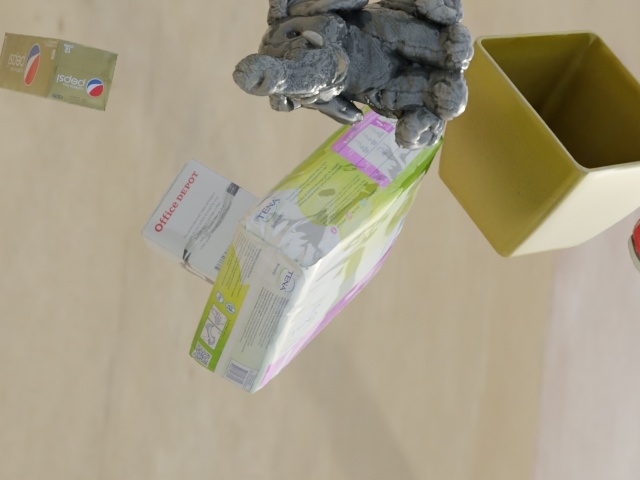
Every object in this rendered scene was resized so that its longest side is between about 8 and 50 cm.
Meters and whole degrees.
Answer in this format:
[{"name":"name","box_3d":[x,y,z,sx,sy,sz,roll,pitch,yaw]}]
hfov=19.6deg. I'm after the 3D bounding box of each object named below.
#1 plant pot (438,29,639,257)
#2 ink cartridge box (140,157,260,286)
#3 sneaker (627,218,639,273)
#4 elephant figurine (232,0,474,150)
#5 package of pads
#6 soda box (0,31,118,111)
[{"name":"plant pot","box_3d":[0.260,-0.099,2.122,0.212,0.212,0.187,-9,144,-42]},{"name":"ink cartridge box","box_3d":[-0.116,-0.008,2.140,0.109,0.150,0.063,-57,172,-12]},{"name":"sneaker","box_3d":[0.399,0.027,1.599,0.107,0.279,0.118,-47,151,-30]},{"name":"elephant figurine","box_3d":[0.009,-0.176,1.731,0.186,0.240,0.169,125,-38,-61]},{"name":"package of pads","box_3d":[0.000,0.000,1.969,0.296,0.101,0.229,-45,164,-43]},{"name":"soda box","box_3d":[-0.258,-0.164,1.781,0.181,0.061,0.058,16,-86,63]}]
